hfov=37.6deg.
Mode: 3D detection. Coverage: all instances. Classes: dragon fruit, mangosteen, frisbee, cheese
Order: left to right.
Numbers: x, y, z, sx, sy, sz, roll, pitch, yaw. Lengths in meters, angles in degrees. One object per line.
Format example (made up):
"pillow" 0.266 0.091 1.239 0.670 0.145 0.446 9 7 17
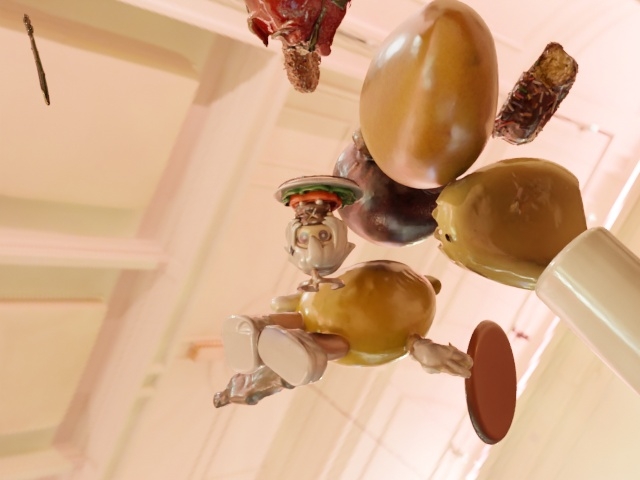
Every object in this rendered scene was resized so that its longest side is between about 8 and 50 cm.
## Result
"dragon fruit" -0.066 -0.389 1.410 0.198 0.269 0.200 5 -76 -56
"mangosteen" 0.184 -0.149 2.221 0.307 0.307 0.347 -32 -25 -31
"frisbee" 0.345 0.283 1.882 0.251 0.021 0.250 16 -110 -56
"cheese" 0.351 -0.034 1.741 0.316 0.259 0.128 0 -22 -17

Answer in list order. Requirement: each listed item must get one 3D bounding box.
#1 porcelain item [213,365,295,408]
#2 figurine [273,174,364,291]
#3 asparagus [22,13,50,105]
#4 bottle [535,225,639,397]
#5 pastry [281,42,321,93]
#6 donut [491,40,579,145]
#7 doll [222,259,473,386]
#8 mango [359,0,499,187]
"porcelain item" -0.122 0.270 1.753 0.216 0.081 0.069 -31 -41 29
"figurine" 0.000 0.000 1.300 0.132 0.132 0.153 22 -117 -56
"asparagus" -0.435 -0.279 1.439 0.016 0.166 0.013 -22 -18 14
"bottle" 0.335 0.101 0.941 0.104 0.245 0.104 -36 -24 -18
"pastry" -0.045 -0.381 1.965 0.087 0.063 0.169 -55 -29 -34
"donut" 0.438 -0.285 1.918 0.230 0.096 0.216 -44 -16 -49
"doll" 0.052 0.140 1.525 0.423 0.348 0.161 0 -68 -17
"mango" 0.193 -0.251 1.615 0.445 0.232 0.300 111 163 -76
